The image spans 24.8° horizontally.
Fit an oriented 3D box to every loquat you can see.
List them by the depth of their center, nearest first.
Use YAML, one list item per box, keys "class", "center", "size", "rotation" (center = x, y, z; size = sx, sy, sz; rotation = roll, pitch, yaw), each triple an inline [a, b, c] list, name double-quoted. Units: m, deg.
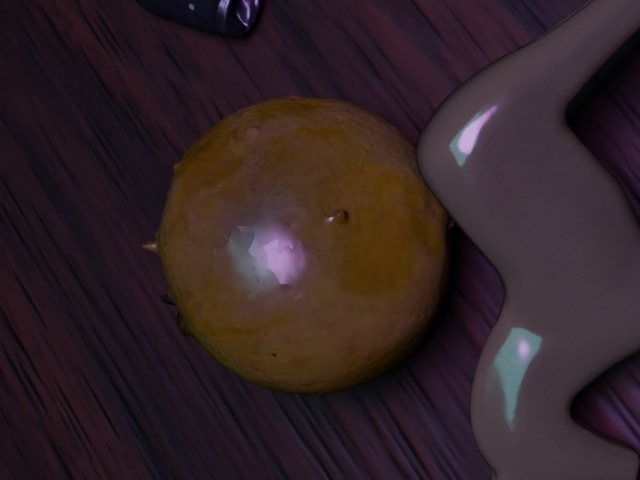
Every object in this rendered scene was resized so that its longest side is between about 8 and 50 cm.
- class: "loquat"
  center: [0.000, 0.000, 0.832]
  size: [0.204, 0.149, 0.172]
  rotation: [-20, 69, 2]

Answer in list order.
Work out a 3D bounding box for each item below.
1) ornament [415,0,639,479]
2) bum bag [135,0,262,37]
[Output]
- class: "ornament"
  center: [0.140, 0.011, 0.774]
  size: [0.245, 0.061, 0.230]
  rotation: [-37, 96, 3]
- class: "bum bag"
  center: [-0.058, -0.259, 0.940]
  size: [0.123, 0.060, 0.248]
  rotation: [29, 101, 29]
